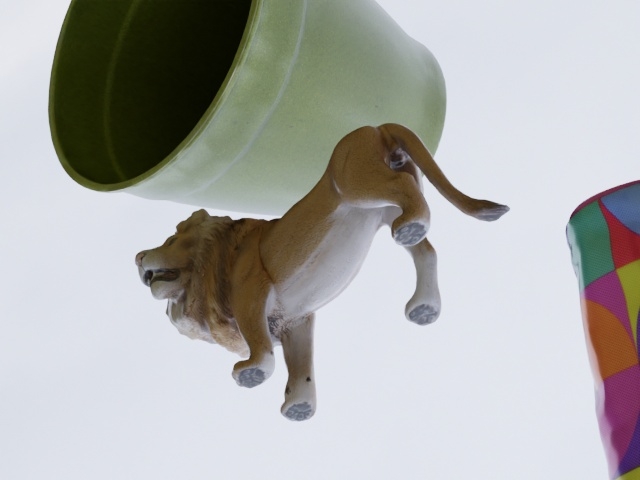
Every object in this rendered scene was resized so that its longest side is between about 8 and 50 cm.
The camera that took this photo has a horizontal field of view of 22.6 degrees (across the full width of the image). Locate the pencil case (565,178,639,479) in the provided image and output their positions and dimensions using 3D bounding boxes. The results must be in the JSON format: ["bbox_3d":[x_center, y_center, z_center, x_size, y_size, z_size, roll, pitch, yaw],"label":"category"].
[{"bbox_3d":[0.169,0.087,0.661,0.104,0.104,0.236,-21,-114,26],"label":"pencil case"}]

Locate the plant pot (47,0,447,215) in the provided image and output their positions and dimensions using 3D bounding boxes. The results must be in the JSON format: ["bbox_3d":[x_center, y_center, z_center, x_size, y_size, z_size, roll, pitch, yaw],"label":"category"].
[{"bbox_3d":[-0.057,-0.178,1.803,0.366,0.353,0.366,-22,-122,42],"label":"plant pot"}]

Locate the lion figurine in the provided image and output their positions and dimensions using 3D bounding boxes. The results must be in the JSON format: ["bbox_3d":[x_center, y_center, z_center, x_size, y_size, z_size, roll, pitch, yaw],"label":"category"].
[{"bbox_3d":[0.000,0.000,1.456,0.392,0.142,0.240,-35,-138,26],"label":"lion figurine"}]
